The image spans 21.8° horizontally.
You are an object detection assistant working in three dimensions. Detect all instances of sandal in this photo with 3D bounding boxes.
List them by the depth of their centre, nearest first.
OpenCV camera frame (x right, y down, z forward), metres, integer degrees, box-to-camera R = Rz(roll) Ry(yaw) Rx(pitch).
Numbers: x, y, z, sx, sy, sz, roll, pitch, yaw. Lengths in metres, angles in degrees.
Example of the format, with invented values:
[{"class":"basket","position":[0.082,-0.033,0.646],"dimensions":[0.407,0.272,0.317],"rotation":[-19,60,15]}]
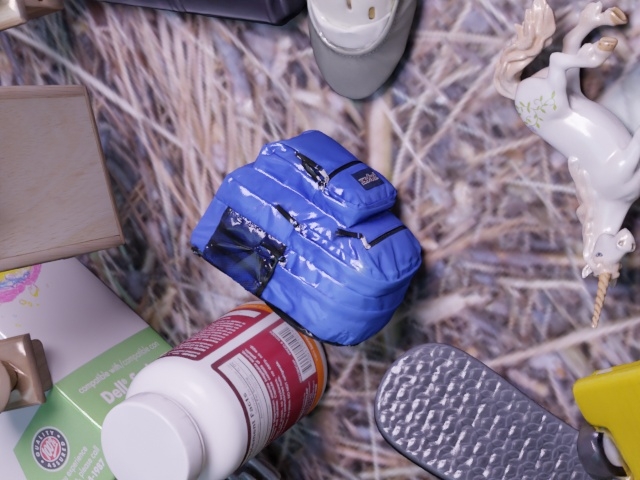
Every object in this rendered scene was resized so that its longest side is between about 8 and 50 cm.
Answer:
[{"class":"sandal","position":[0.143,0.154,0.987],"dimensions":[0.254,0.054,0.097],"rotation":[43,83,9]}]

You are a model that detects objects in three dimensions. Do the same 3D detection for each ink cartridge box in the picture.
[{"class":"ink cartridge box","position":[-0.269,0.072,1.178],"dimensions":[0.353,0.119,0.207],"rotation":[42,124,10]}]

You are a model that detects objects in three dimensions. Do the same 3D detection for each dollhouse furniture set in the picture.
[{"class":"dollhouse furniture set","position":[-0.325,-0.018,1.007],"dimensions":[0.356,0.174,0.303],"rotation":[-13,91,19]}]

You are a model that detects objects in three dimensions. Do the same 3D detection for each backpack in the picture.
[{"class":"backpack","position":[0.000,0.000,0.995],"dimensions":[0.120,0.098,0.101],"rotation":[40,121,14]}]

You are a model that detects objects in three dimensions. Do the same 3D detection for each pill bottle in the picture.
[{"class":"pill bottle","position":[-0.067,0.101,1.042],"dimensions":[0.086,0.152,0.086],"rotation":[12,114,28]}]

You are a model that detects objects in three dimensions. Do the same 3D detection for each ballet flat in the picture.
[{"class":"ballet flat","position":[0.024,-0.171,0.929],"dimensions":[0.072,0.068,0.213],"rotation":[29,122,20]}]

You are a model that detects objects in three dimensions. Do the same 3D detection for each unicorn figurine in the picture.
[{"class":"unicorn figurine","position":[0.154,-0.052,0.909],"dimensions":[0.111,0.060,0.162],"rotation":[-49,64,36]}]

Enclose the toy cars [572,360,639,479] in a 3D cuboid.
[{"class":"toy cars","position":[0.309,0.181,0.885],"dimensions":[0.394,0.087,0.176],"rotation":[30,131,15]}]

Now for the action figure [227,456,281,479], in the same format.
[{"class":"action figure","position":[-0.076,0.255,1.146],"dimensions":[0.285,0.099,0.185],"rotation":[-38,77,32]}]

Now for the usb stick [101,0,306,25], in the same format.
[{"class":"usb stick","position":[-0.131,-0.184,1.037],"dimensions":[0.278,0.045,0.077],"rotation":[11,121,28]}]
